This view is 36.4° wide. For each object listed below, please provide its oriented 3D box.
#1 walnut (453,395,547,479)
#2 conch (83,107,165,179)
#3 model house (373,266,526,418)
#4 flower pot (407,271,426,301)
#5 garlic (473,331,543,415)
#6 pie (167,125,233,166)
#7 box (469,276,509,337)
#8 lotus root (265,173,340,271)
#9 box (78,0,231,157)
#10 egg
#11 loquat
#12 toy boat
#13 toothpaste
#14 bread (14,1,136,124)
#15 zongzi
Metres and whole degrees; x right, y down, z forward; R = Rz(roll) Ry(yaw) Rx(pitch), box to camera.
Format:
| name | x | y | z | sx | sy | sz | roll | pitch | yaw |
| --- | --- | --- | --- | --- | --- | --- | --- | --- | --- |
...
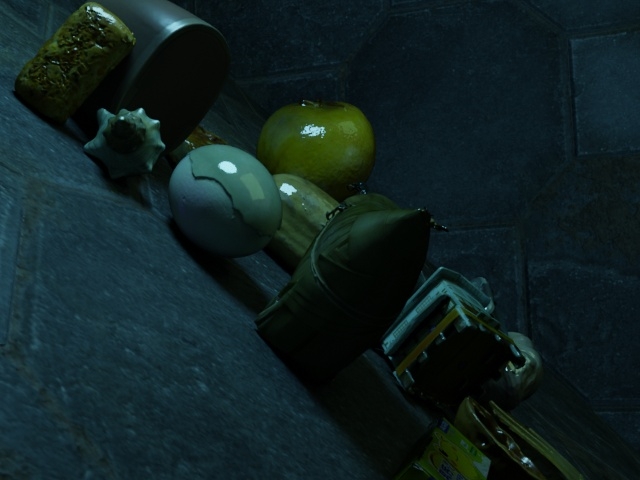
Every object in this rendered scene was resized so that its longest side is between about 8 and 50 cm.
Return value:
| name | x | y | z | sx | sy | sz | roll | pitch | yaw |
| --- | --- | --- | --- | --- | --- | --- | --- | --- | --- |
| walnut | 0.296 | 0.374 | 1.703 | 0.211 | 0.087 | 0.167 | 49 | 6 | 33 |
| conch | -0.343 | -0.162 | 1.659 | 0.137 | 0.114 | 0.234 | 49 | -28 | -11 |
| model house | 0.240 | 0.202 | 1.899 | 0.198 | 0.224 | 0.215 | 32 | 16 | -31 |
| flower pot | 0.128 | 0.082 | 2.185 | 0.243 | 0.157 | 0.189 | 44 | 9 | 25 |
| garlic | 0.399 | 0.325 | 2.186 | 0.218 | 0.219 | 0.212 | -120 | -164 | -64 |
| pie | -0.231 | -0.168 | 2.142 | 0.315 | 0.092 | 0.315 | 38 | 11 | -9 |
| box | 0.294 | 0.194 | 2.114 | 0.130 | 0.227 | 0.162 | 50 | 17 | -18 |
| lotus root | 0.000 | 0.000 | 2.006 | 0.343 | 0.169 | 0.151 | 40 | 16 | 1 |
| box | -0.348 | -0.327 | 1.853 | 0.216 | 0.301 | 0.301 | 35 | 7 | 21 |
| egg | -0.155 | -0.061 | 1.641 | 0.183 | 0.183 | 0.217 | 32 | 4 | -40 |
| loquat | -0.011 | -0.212 | 2.617 | 0.328 | 0.359 | 0.328 | -3 | 20 | 1 |
| toy boat | 0.425 | 0.436 | 1.911 | 0.310 | 0.089 | 0.115 | 41 | 18 | 4 |
| toothpaste | 0.174 | 0.342 | 1.406 | 0.110 | 0.077 | 0.327 | 44 | 10 | 9 |
| bread | -0.420 | -0.304 | 1.665 | 0.114 | 0.211 | 0.083 | 39 | -3 | -2 |
| zongzi | 0.112 | -0.027 | 1.539 | 0.181 | 0.418 | 0.447 | 35 | 42 | -5 |
